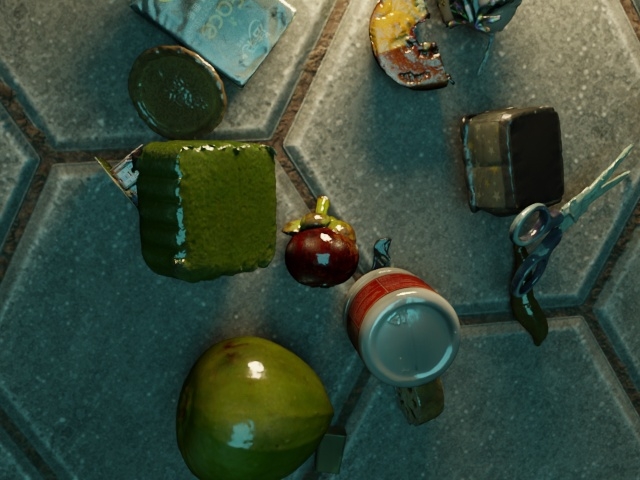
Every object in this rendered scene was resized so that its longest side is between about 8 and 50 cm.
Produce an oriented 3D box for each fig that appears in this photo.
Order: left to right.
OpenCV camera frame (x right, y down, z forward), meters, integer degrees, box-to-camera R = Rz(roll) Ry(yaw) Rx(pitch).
[{"bbox_3d":[-0.118,0.334,1.323,0.316,0.316,0.316,-1,99,-6],"label":"fig"}]

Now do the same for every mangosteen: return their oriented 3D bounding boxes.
[{"bbox_3d":[0.001,0.006,1.348,0.156,0.146,0.181,3,99,-4],"label":"mangosteen"}]

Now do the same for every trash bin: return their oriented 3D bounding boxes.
[{"bbox_3d":[0.019,0.455,1.477,0.061,0.043,0.092,7,102,-8],"label":"trash bin"}]

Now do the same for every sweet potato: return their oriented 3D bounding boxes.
[{"bbox_3d":[0.442,0.121,1.466,0.069,0.059,0.249,-20,98,-23],"label":"sweet potato"}]

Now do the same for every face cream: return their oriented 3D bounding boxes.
[{"bbox_3d":[0.158,0.171,1.364,0.201,0.187,0.201,-2,103,-10],"label":"face cream"}]

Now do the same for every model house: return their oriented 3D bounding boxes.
[{"bbox_3d":[-0.339,-0.118,1.307,0.088,0.117,0.167,-38,98,-3],"label":"model house"}]

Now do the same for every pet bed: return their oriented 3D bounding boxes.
[{"bbox_3d":[0.371,-0.159,1.369,0.183,0.159,0.210,-16,103,-33],"label":"pet bed"}]

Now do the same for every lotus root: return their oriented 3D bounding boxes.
[{"bbox_3d":[0.213,0.326,1.441,0.081,0.112,0.122,-8,99,-11],"label":"lotus root"}]

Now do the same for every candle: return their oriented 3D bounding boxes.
[{"bbox_3d":[0.302,-0.488,1.287,0.187,0.187,0.330,-21,102,-3],"label":"candle"}]

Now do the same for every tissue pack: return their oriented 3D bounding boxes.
[{"bbox_3d":[-0.199,-0.435,1.286,0.257,0.081,0.185,35,94,-9],"label":"tissue pack"}]

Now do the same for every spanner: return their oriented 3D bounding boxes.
[{"bbox_3d":[0.103,0.089,1.442,0.046,0.012,0.208,23,97,-9],"label":"spanner"}]

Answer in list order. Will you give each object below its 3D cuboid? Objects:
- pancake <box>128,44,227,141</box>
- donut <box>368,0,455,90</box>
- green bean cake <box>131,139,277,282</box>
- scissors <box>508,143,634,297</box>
[{"bbox_3d":[-0.276,-0.278,1.300,0.199,0.021,0.199,5,117,10],"label":"pancake"},{"bbox_3d":[0.163,-0.393,1.334,0.141,0.085,0.217,-15,100,-4],"label":"donut"},{"bbox_3d":[-0.209,-0.061,1.265,0.247,0.156,0.249,-10,104,-44],"label":"green bean cake"},{"bbox_3d":[0.517,-0.059,1.385,0.383,0.029,0.256,-38,141,-18],"label":"scissors"}]
